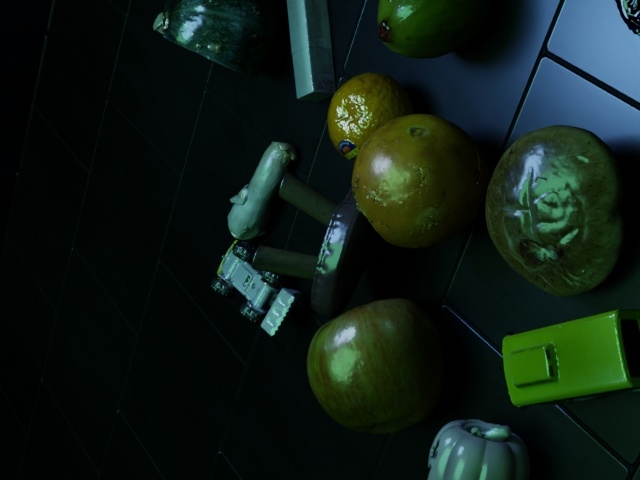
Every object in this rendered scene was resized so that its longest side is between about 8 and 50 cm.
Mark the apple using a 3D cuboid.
[{"bbox_3d":[0.106,0.240,2.027,0.264,0.264,0.264,1,91,53],"label":"apple"}]

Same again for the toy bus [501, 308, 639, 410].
[{"bbox_3d":[0.407,0.184,1.702,0.262,0.150,0.128,-23,71,52],"label":"toy bus"}]

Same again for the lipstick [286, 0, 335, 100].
[{"bbox_3d":[-0.024,-0.461,2.345,0.068,0.066,0.317,-14,79,52],"label":"lipstick"}]

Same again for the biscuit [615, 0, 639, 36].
[{"bbox_3d":[0.518,-0.391,1.629,0.194,0.053,0.194,2,92,52],"label":"biscuit"}]

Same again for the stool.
[{"bbox_3d":[0.000,0.000,2.115,0.178,0.272,0.272,21,111,11],"label":"stool"}]

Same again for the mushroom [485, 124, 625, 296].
[{"bbox_3d":[0.375,-0.046,1.749,0.278,0.146,0.278,13,108,49],"label":"mushroom"}]

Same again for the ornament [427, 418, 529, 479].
[{"bbox_3d":[0.271,0.379,1.871,0.177,0.177,0.177,1,91,53],"label":"ornament"}]

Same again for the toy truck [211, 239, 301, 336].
[{"bbox_3d":[-0.136,0.104,2.466,0.286,0.111,0.136,41,106,42],"label":"toy truck"}]

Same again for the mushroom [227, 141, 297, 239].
[{"bbox_3d":[-0.133,-0.108,2.480,0.099,0.096,0.278,37,126,12],"label":"mushroom"}]

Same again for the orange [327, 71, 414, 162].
[{"bbox_3d":[0.098,-0.233,2.110,0.177,0.155,0.178,13,107,47],"label":"orange"}]

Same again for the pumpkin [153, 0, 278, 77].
[{"bbox_3d":[-0.222,-0.508,2.457,0.197,0.263,0.293,-67,28,11],"label":"pumpkin"}]

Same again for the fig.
[{"bbox_3d":[0.186,-0.420,1.940,0.203,0.225,0.203,32,137,35],"label":"fig"}]

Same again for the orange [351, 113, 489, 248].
[{"bbox_3d":[0.174,-0.106,1.940,0.240,0.240,0.240,1,91,53],"label":"orange"}]
